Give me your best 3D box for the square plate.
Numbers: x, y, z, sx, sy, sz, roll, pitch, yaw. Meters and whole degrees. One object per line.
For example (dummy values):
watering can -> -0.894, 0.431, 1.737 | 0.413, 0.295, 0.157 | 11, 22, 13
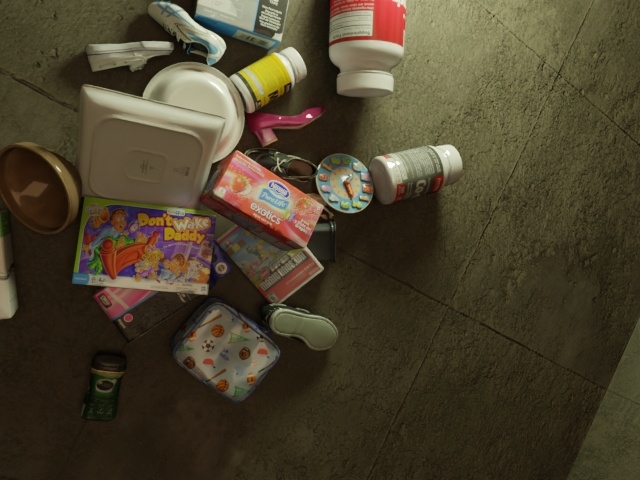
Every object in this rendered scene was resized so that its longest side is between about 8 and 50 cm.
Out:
square plate -> -0.455, -0.209, 1.335 | 0.344, 0.049, 0.347 | 9, 133, -22

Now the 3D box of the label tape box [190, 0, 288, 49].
label tape box -> -0.209, -0.755, 1.436 | 0.249, 0.115, 0.347 | 10, 95, -23

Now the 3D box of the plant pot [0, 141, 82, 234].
plant pot -> -0.692, -0.142, 1.296 | 0.110, 0.237, 0.237 | -48, 120, -57

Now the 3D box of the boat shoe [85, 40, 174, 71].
boat shoe -> -0.508, -0.495, 1.376 | 0.226, 0.083, 0.075 | -7, 112, -10

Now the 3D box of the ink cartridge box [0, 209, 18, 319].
ink cartridge box -> -0.885, 0.065, 1.269 | 0.198, 0.115, 0.272 | -4, 99, -22

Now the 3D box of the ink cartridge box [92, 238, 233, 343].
ink cartridge box -> -0.447, 0.120, 1.488 | 0.371, 0.069, 0.175 | -35, 108, -17

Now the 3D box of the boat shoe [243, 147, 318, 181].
boat shoe -> -0.121, -0.235, 1.563 | 0.233, 0.079, 0.084 | 12, 93, -21

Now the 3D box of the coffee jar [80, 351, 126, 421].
coffee jar -> -0.613, 0.412, 1.448 | 0.096, 0.079, 0.184 | 13, 93, -21

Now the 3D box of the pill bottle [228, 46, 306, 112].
pill bottle -> -0.152, -0.474, 1.493 | 0.208, 0.119, 0.119 | -35, 109, -14

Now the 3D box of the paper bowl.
paper bowl -> -0.352, -0.348, 1.415 | 0.284, 0.148, 0.284 | -3, 98, -21

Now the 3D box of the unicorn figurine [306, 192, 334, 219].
unicorn figurine -> 0.016, -0.125, 1.649 | 0.162, 0.060, 0.111 | -38, 100, -28

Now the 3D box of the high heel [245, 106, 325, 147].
high heel -> -0.105, -0.385, 1.557 | 0.244, 0.082, 0.117 | -30, 98, -11

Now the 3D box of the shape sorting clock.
shape sorting clock -> 0.080, -0.186, 1.641 | 0.206, 0.040, 0.206 | 9, 70, -26

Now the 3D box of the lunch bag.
lunch bag -> -0.281, 0.330, 1.557 | 0.303, 0.115, 0.243 | 43, 78, -21

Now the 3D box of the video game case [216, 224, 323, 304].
video game case -> -0.153, 0.044, 1.581 | 0.204, 0.025, 0.285 | -38, 106, 2

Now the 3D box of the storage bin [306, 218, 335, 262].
storage bin -> 0.000, 0.000, 1.638 | 0.091, 0.098, 0.135 | -2, 114, -5

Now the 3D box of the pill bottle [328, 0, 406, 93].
pill bottle -> 0.140, -0.650, 1.530 | 0.229, 0.229, 0.407 | -2, 98, -22

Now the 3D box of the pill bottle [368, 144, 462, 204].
pill bottle -> 0.318, -0.226, 1.697 | 0.283, 0.161, 0.161 | -15, 103, -19

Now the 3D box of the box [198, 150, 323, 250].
box -> -0.166, -0.102, 1.437 | 0.300, 0.154, 0.142 | 31, 71, -22

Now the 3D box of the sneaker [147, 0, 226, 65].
sneaker -> -0.372, -0.565, 1.381 | 0.237, 0.085, 0.086 | 33, 72, -1

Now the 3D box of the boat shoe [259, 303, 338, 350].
boat shoe -> -0.064, 0.272, 1.644 | 0.302, 0.091, 0.114 | 34, 83, -41

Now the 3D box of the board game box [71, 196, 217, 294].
board game box -> -0.473, 0.021, 1.398 | 0.347, 0.078, 0.233 | 6, 82, -14
